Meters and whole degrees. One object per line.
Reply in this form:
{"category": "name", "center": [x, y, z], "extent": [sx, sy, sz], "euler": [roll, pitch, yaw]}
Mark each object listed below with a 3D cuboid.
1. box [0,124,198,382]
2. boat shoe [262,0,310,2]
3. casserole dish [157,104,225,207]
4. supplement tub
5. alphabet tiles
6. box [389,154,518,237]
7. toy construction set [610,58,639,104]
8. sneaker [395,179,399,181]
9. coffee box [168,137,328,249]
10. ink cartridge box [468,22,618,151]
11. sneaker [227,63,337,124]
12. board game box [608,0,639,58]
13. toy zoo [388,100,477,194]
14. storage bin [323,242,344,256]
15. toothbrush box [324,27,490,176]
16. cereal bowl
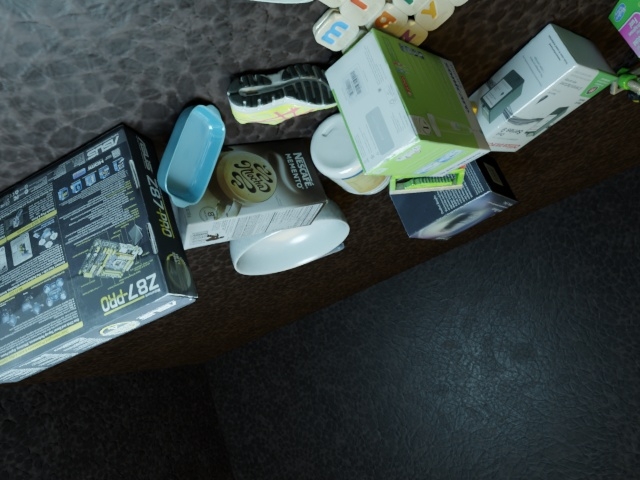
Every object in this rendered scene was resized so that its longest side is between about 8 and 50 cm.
{"category": "box", "center": [-0.438, 0.028, 0.775], "extent": [0.395, 0.318, 0.097], "euler": [-25, 161, 10]}
{"category": "boat shoe", "center": [-0.153, -0.330, 0.481], "extent": [0.320, 0.116, 0.099], "euler": [-4, 113, -25]}
{"category": "casserole dish", "center": [-0.231, -0.152, 0.791], "extent": [0.037, 0.188, 0.114], "euler": [17, 175, 21]}
{"category": "supplement tub", "center": [0.079, -0.187, 1.006], "extent": [0.144, 0.144, 0.200], "euler": [-27, 161, 18]}
{"category": "alphabet tiles", "center": [0.122, -0.390, 0.677], "extent": [0.284, 0.021, 0.278], "euler": [-35, 158, 36]}
{"category": "box", "center": [0.444, -0.140, 1.482], "extent": [0.294, 0.182, 0.296], "euler": [-32, 158, 33]}
{"category": "toy construction set", "center": [0.879, -0.461, 1.117], "extent": [0.258, 0.237, 0.309], "euler": [31, 113, -30]}
{"category": "sneaker", "center": [0.262, -0.217, 1.220], "extent": [0.222, 0.083, 0.118], "euler": [-29, 164, 27]}
{"category": "coffee box", "center": [-0.157, -0.104, 0.946], "extent": [0.297, 0.168, 0.119], "euler": [-13, 160, -26]}
{"category": "ink cartridge box", "center": [0.498, -0.341, 1.063], "extent": [0.211, 0.121, 0.289], "euler": [-6, 157, -36]}
{"category": "sneaker", "center": [-0.063, -0.251, 0.796], "extent": [0.209, 0.081, 0.094], "euler": [-8, 166, -16]}
{"category": "board game box", "center": [0.701, -0.398, 0.820], "extent": [0.064, 0.316, 0.242], "euler": [-22, 161, 0]}
{"category": "toy zoo", "center": [0.262, -0.231, 1.075], "extent": [0.193, 0.030, 0.293], "euler": [-4, 141, 3]}
{"category": "storage bin", "center": [0.000, 0.000, 1.528], "extent": [0.135, 0.091, 0.098], "euler": [-22, 162, 0]}
{"category": "toothbrush box", "center": [0.170, -0.235, 0.822], "extent": [0.283, 0.206, 0.122], "euler": [-10, 166, -46]}
{"category": "cereal bowl", "center": [-0.099, -0.033, 1.250], "extent": [0.339, 0.141, 0.339], "euler": [-20, 161, -7]}
